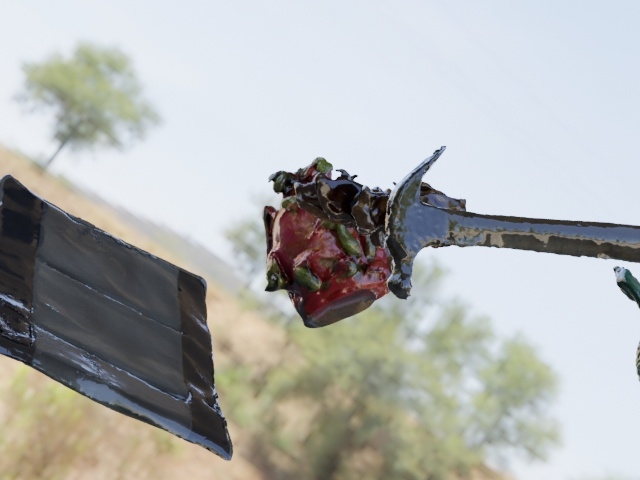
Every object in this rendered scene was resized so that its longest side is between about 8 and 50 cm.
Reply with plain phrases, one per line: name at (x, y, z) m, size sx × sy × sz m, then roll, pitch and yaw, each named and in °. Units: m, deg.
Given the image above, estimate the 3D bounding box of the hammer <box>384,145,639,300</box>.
hammer at (0.193, -0.003, 1.426) m, size 0.297 × 0.125 × 0.027 m, roll 6°, pitch -6°, yaw -15°

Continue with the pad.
pad at (-0.138, 0.045, 1.133) m, size 0.174 × 0.022 × 0.233 m, roll 28°, pitch 18°, yaw -21°

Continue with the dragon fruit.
dragon fruit at (0.000, 0.000, 2.089) m, size 0.160 × 0.166 × 0.172 m, roll -52°, pitch -126°, yaw 49°

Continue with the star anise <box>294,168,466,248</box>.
star anise at (0.069, -0.030, 1.795) m, size 0.177 × 0.073 × 0.234 m, roll 15°, pitch 8°, yaw 14°

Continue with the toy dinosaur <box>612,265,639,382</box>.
toy dinosaur at (0.418, 0.191, 2.060) m, size 0.129 × 0.076 × 0.383 m, roll 23°, pitch 39°, yaw -36°
